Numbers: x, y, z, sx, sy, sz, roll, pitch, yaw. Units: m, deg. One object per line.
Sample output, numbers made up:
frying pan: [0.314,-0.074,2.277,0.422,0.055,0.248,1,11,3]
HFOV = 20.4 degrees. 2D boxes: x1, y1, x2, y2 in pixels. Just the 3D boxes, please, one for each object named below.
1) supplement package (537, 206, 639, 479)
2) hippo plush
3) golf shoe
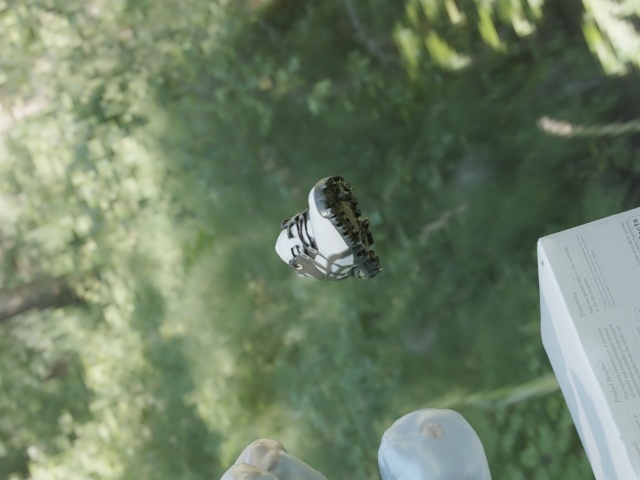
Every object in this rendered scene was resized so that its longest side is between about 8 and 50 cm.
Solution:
supplement package: [0.297,0.132,1.534,0.204,0.145,0.262,76,177,-59]
hippo plush: [0.051,0.270,1.575,0.234,0.236,0.294,25,-141,-51]
golf shoe: [0.000,0.000,1.680,0.198,0.093,0.077,63,-163,-68]
